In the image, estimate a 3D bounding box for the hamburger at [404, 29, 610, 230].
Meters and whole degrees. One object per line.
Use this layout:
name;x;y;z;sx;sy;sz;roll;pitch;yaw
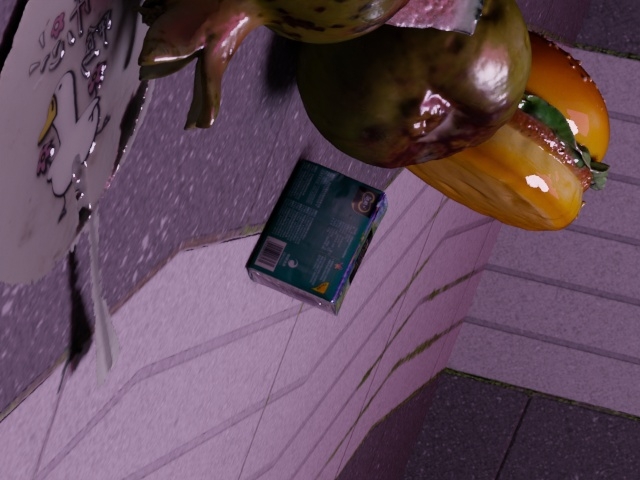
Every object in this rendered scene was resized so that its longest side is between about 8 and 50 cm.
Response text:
hamburger;0.187;-0.124;1.835;0.170;0.246;0.246;-63;169;-9

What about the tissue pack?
tissue pack;0.000;0.001;1.603;0.079;0.085;0.111;78;36;-74

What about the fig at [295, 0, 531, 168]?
fig;0.071;-0.146;1.410;0.191;0.181;0.181;-109;-150;-54

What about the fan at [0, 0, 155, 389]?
fan;-0.139;-0.030;1.064;0.414;0.012;0.233;96;21;-52

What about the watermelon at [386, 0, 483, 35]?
watermelon;0.042;-0.238;1.235;0.207;0.136;0.202;77;29;-48

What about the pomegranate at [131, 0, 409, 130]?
pomegranate;-0.018;-0.157;1.016;0.156;0.156;0.220;75;38;-73
